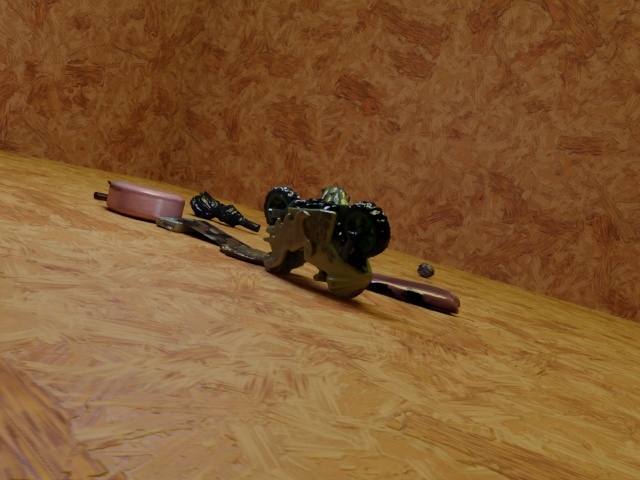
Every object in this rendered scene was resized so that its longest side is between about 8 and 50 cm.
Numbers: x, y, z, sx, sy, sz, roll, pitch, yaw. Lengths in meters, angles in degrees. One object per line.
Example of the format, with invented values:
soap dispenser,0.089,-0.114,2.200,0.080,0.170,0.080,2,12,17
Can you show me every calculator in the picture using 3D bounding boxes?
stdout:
calculator,0.245,0.141,1.661,0.329,0.048,0.220,14,5,15

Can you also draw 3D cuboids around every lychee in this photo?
lychee,0.451,0.126,2.447,0.083,0.068,0.067,38,45,28

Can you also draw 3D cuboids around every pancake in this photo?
pancake,-0.187,0.041,1.585,0.199,0.021,0.199,15,5,-1

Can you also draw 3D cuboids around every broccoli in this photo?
broccoli,0.059,-0.093,2.508,0.320,0.284,0.303,2,-18,28

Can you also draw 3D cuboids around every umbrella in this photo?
umbrella,-0.393,-0.106,2.353,0.339,0.118,0.118,23,7,21

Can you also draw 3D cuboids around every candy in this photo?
candy,-0.573,-0.127,1.854,0.255,0.095,0.255,13,4,-1

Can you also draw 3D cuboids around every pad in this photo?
pad,-0.322,-0.020,1.754,0.234,0.003,0.158,28,9,26

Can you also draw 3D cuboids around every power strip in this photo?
power strip,-0.434,-0.049,1.789,0.081,0.035,0.192,19,6,19

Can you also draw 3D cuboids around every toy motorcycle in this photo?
toy motorcycle,0.000,0.000,1.388,0.168,0.237,0.409,-8,18,-43

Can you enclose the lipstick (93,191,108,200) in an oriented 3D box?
lipstick,-0.737,-0.149,2.067,0.027,0.027,0.176,18,4,36
